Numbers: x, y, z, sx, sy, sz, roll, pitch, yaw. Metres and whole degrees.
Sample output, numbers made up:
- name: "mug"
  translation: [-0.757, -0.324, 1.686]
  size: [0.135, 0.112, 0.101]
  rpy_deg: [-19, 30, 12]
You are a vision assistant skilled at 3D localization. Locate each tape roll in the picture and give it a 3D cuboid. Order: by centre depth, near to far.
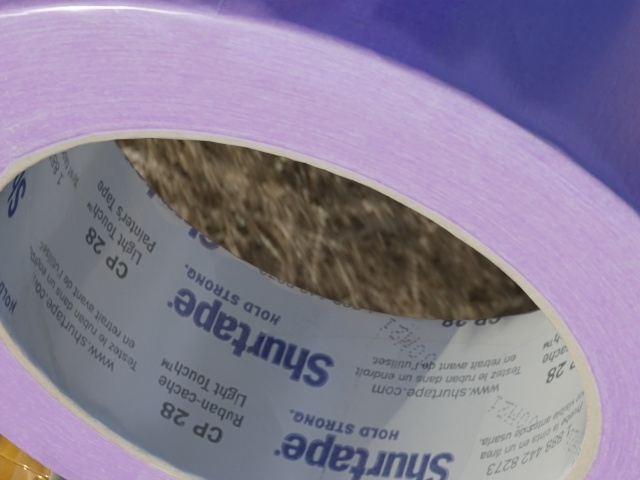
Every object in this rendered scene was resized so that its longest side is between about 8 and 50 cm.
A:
- name: "tape roll"
  translation: [0.000, 0.000, 0.565]
  size: [0.275, 0.275, 0.090]
  rpy_deg: [34, 54, -15]

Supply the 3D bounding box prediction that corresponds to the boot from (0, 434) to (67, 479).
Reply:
- name: "boot"
  translation: [-0.161, 0.135, 0.956]
  size: [0.211, 0.295, 0.104]
  rpy_deg: [-29, 140, 36]
